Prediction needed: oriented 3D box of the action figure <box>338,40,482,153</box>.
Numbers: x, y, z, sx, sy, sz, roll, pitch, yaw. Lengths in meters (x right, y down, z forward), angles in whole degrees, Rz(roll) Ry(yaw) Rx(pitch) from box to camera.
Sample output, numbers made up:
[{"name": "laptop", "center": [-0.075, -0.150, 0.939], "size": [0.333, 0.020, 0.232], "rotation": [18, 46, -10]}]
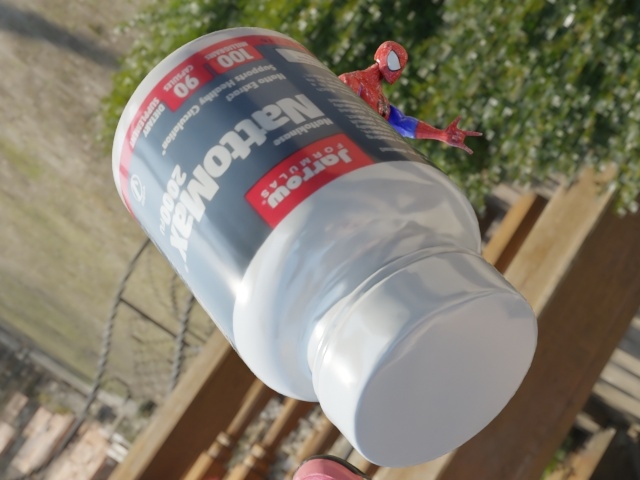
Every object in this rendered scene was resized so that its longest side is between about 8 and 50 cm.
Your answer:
[{"name": "action figure", "center": [0.043, -0.048, 1.187], "size": [0.139, 0.280, 0.091], "rotation": [22, 180, 31]}]

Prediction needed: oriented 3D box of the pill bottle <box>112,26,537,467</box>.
[{"name": "pill bottle", "center": [0.000, 0.000, 0.504], "size": [0.180, 0.108, 0.108], "rotation": [47, 176, 41]}]

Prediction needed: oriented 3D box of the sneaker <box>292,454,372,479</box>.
[{"name": "sneaker", "center": [0.019, 0.351, 1.148], "size": [0.116, 0.313, 0.136], "rotation": [-19, 166, 32]}]
